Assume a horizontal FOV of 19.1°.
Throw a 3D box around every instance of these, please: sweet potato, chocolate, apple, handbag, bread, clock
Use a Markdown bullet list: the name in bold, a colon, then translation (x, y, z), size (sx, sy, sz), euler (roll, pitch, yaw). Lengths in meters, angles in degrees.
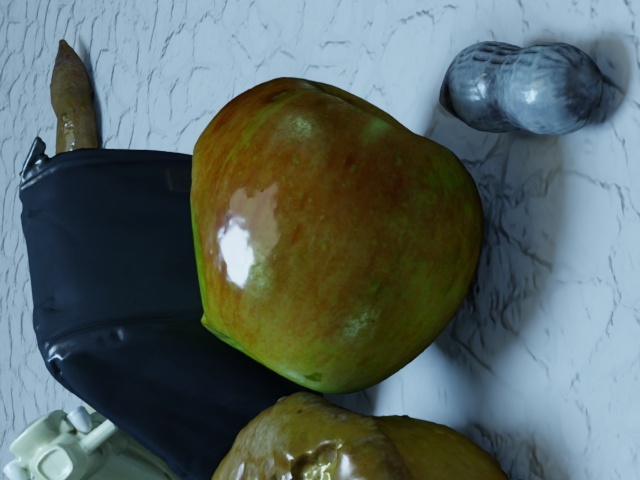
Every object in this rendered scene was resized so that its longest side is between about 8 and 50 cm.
- **sweet potato**: translation (-0.300, -0.158, 2.318), size (0.065, 0.051, 0.218), euler (133, 134, -53)
- **chocolate**: translation (0.149, -0.115, 1.427), size (0.167, 0.072, 0.072), euler (7, 92, 62)
- **apple**: translation (0.000, 0.000, 1.492), size (0.226, 0.246, 0.246), euler (-63, 31, 5)
- **handbag**: translation (-0.124, 0.040, 1.684), size (0.178, 0.275, 0.302), euler (-34, 37, 15)
- **bread**: translation (0.039, 0.218, 1.462), size (0.340, 0.194, 0.179), euler (9, 88, 61)
- **clock**: translation (-0.146, 0.268, 1.692), size (0.120, 0.276, 0.379), euler (-42, 59, 7)
